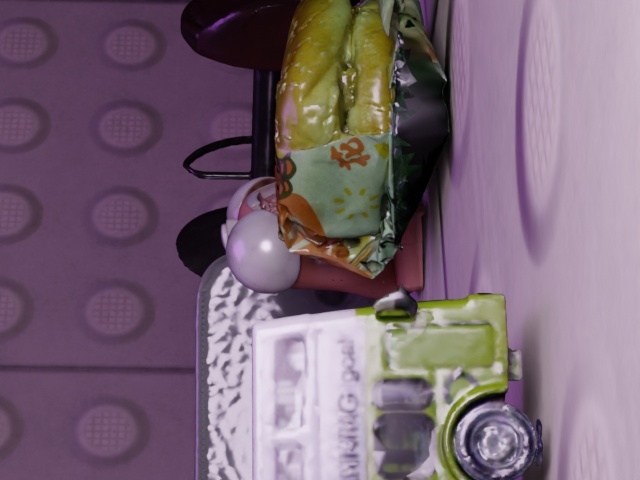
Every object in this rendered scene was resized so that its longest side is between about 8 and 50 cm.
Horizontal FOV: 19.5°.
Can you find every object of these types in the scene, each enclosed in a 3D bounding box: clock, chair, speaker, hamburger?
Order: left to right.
[{"bbox_3d":[-0.065,-0.157,2.298,0.226,0.226,0.401,-94,7,-59],"label":"chair"},{"bbox_3d":[-0.026,0.223,1.850,0.184,0.183,0.406,78,-169,-79],"label":"speaker"},{"bbox_3d":[0.000,0.000,1.518,0.166,0.162,0.093,-97,6,-73],"label":"clock"},{"bbox_3d":[0.025,-0.114,1.378,0.235,0.125,0.214,91,175,-46],"label":"hamburger"}]

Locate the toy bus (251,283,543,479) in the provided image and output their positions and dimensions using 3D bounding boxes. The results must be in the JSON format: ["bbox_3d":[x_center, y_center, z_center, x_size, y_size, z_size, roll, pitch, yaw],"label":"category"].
[{"bbox_3d":[0.037,0.179,0.909,0.113,0.139,0.302,94,175,-79],"label":"toy bus"}]
